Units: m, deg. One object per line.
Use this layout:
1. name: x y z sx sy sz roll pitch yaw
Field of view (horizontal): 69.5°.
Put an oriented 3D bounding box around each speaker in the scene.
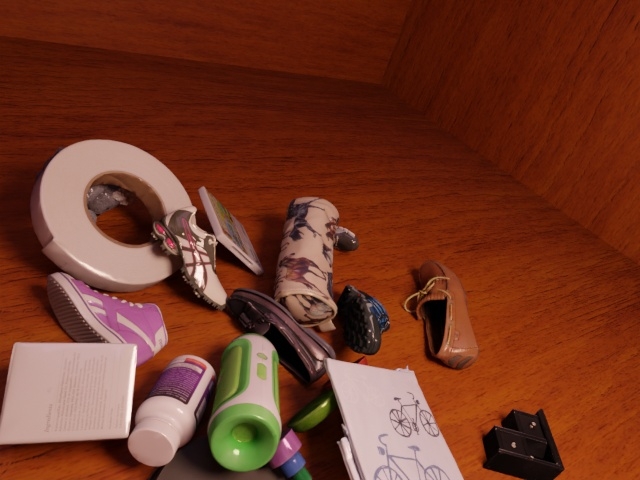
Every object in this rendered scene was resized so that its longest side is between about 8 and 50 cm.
1. speaker: -0.139 0.289 0.878 0.131 0.131 0.296 14 12 -10

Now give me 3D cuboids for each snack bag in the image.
1. snack bag: 0.150 0.393 0.908 0.323 0.037 0.342 21 35 -41

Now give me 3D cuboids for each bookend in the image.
1. bookend: 0.453 0.458 1.072 0.156 0.072 0.157 17 33 -4

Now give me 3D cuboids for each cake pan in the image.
1. cake pan: -0.158 0.453 0.775 0.293 0.054 0.293 14 34 -9

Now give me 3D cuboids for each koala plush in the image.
1. koala plush: -0.629 -0.141 1.269 0.196 0.203 0.221 16 6 24

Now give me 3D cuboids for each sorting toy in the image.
1. sorting toy: 0.029 0.371 0.938 0.126 0.127 0.365 54 30 7

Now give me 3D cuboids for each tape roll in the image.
1. tape roll: -0.493 -0.065 1.140 0.392 0.072 0.392 29 47 -37

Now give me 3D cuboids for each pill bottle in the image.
1. pill bottle: -0.268 0.307 0.843 0.108 0.108 0.193 19 20 -2

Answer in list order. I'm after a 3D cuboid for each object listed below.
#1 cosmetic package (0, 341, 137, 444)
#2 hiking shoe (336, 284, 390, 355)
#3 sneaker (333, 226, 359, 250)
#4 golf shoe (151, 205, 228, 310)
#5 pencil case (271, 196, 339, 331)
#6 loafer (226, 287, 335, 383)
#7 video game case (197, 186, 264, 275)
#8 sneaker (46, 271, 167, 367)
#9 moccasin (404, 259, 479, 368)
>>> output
1. cosmetic package: -0.416 0.259 0.782 0.184 0.151 0.151 7 66 -22
2. hiking shoe: 0.129 0.201 1.179 0.132 0.113 0.304 21 14 -10
3. sneaker: 0.000 0.000 1.490 0.229 0.086 0.132 23 37 23
4. golf shoe: -0.292 0.046 1.128 0.120 0.272 0.105 -34 10 -10
5. pencil case: -0.030 0.049 1.269 0.160 0.183 0.410 -17 40 19
6. loafer: -0.108 0.221 1.090 0.303 0.109 0.095 32 39 12
7. video game case: -0.256 -0.026 1.313 0.206 0.026 0.227 51 5 -47
8. sneaker: -0.456 0.158 1.008 0.282 0.102 0.161 41 34 12
9. moccasin: 0.338 0.196 1.345 0.147 0.139 0.380 21 42 -16
